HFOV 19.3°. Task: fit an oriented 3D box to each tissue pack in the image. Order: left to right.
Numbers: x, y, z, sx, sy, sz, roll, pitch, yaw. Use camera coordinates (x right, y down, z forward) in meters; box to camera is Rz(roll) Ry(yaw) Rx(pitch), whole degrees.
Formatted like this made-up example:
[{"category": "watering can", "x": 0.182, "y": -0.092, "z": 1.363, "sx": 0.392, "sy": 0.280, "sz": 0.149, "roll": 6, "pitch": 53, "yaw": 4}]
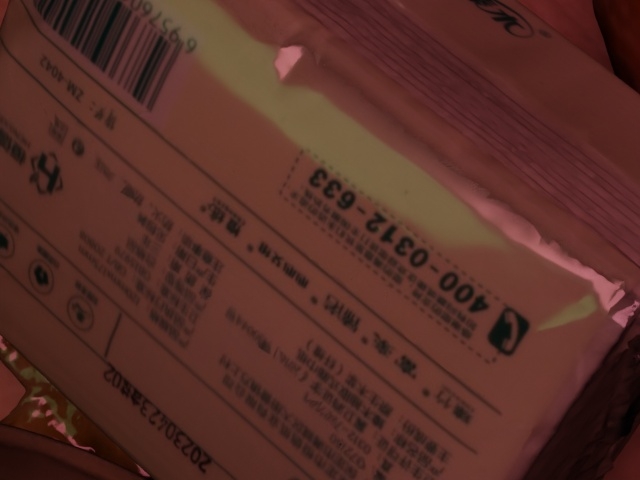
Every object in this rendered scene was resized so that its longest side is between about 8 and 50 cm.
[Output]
[{"category": "tissue pack", "x": 0.000, "y": 0.000, "z": 0.977, "sx": 0.380, "sy": 0.207, "sz": 0.297, "roll": 42, "pitch": 125, "yaw": 19}]

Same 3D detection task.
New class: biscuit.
[{"category": "biscuit", "x": -0.182, "y": 0.106, "z": 1.132, "sx": 0.174, "sy": 0.039, "sz": 0.183, "roll": -24, "pitch": 70, "yaw": 8}]

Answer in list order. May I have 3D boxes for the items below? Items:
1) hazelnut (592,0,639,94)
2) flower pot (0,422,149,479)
[{"category": "hazelnut", "x": 0.248, "y": -0.131, "z": 0.991, "sx": 0.241, "sy": 0.261, "sz": 0.261, "roll": 6, "pitch": 76, "yaw": 26}, {"category": "flower pot", "x": -0.154, "y": 0.262, "z": 0.955, "sx": 0.307, "sy": 0.307, "sz": 0.244, "roll": 33, "pitch": 98, "yaw": 19}]
